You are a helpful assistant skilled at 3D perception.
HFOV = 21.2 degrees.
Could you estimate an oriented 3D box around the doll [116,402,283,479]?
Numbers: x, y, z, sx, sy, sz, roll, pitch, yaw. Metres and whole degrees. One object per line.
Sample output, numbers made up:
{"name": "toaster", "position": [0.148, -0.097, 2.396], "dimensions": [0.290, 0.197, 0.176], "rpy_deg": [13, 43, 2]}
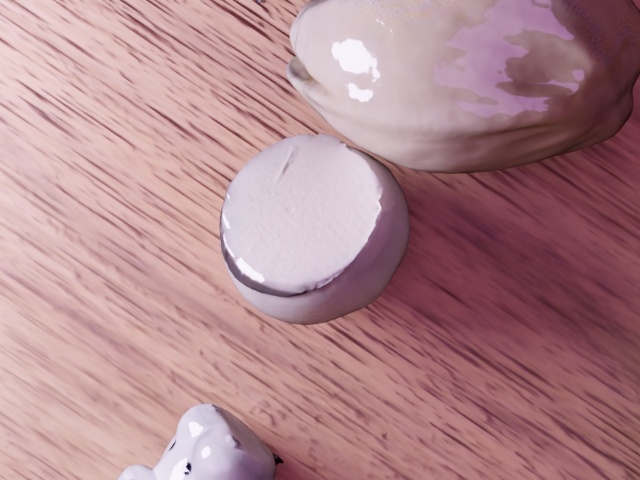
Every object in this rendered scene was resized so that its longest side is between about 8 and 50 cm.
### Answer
{"name": "doll", "position": [-0.127, 0.231, 1.550], "dimensions": [0.181, 0.110, 0.107], "rpy_deg": [-37, 127, 1]}

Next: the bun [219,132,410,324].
{"name": "bun", "position": [0.000, 0.000, 1.537], "dimensions": [0.173, 0.120, 0.172], "rpy_deg": [-9, 61, 17]}

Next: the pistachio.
{"name": "pistachio", "position": [0.123, -0.165, 1.500], "dimensions": [0.332, 0.207, 0.226], "rpy_deg": [-3, 46, 17]}

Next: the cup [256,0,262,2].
{"name": "cup", "position": [0.053, -0.343, 1.512], "dimensions": [0.288, 0.203, 0.203], "rpy_deg": [-17, 89, -5]}
